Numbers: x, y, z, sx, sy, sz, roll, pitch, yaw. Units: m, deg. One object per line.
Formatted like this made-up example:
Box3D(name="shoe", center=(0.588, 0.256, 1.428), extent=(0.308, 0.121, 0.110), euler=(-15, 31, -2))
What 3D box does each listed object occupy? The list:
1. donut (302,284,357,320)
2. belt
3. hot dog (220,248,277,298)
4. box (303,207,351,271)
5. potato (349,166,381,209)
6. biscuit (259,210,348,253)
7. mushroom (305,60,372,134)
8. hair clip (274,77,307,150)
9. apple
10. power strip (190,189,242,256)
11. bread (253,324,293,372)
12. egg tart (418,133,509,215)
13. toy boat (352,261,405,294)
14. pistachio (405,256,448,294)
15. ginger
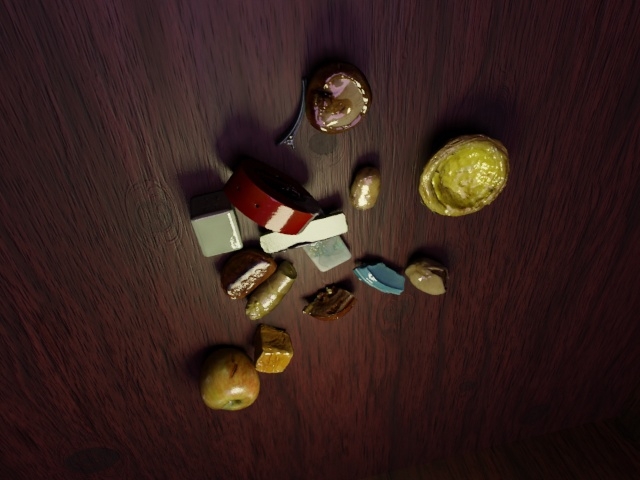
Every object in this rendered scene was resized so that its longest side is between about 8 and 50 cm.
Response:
Box3D(name="donut", center=(0.045, 0.275, 1.986), extent=(0.186, 0.144, 0.126), euler=(-50, 149, -8))
Box3D(name="belt", center=(-0.147, -0.130, 1.557), extent=(0.324, 0.227, 0.115), euler=(26, 118, -29))
Box3D(name="hot dog", center=(-0.270, 0.120, 1.797), extent=(0.227, 0.099, 0.160), euler=(-33, 128, 9))
Box3D(name="box", center=(0.000, 0.000, 1.817), extent=(0.142, 0.044, 0.285), euler=(-27, 129, 11))
Box3D(name="potato", center=(0.158, -0.181, 1.694), extent=(0.107, 0.080, 0.170), euler=(-4, 132, -13))
Box3D(name="biscuit", center=(-0.060, -0.027, 1.733), extent=(0.322, 0.038, 0.099), euler=(-16, 125, 5))
Box3D(name="mushroom", center=(0.049, -0.434, 1.448), extent=(0.194, 0.138, 0.231), euler=(-9, 143, -30))
Box3D(name="hair clip", center=(-0.074, -0.394, 1.502), extent=(0.070, 0.039, 0.229), euler=(11, 118, -23))
Box3D(name="apple", center=(-0.389, 0.587, 2.048), extent=(0.264, 0.264, 0.264), euler=(-8, 128, -10))
Box3D(name="power strip", center=(-0.344, -0.036, 1.631), extent=(0.139, 0.140, 0.224), euler=(-14, 128, -6))
Box3D(name="bread", center=(-0.208, 0.463, 2.044), extent=(0.143, 0.158, 0.149), euler=(15, 117, -23))
Box3D(name="egg tart", center=(0.497, -0.238, 1.709), extent=(0.345, 0.132, 0.345), euler=(-7, 127, -9))
Box3D(name="toy boat", center=(0.233, 0.152, 1.969), extent=(0.238, 0.109, 0.098), euler=(25, 151, -30))
Box3D(name="pistachio", center=(0.451, 0.149, 1.999), extent=(0.238, 0.153, 0.137), euler=(23, 78, -31))
Box3D(name="ginger", center=(-0.192, 0.200, 1.875), extent=(0.116, 0.109, 0.263), euler=(29, 109, -34))
